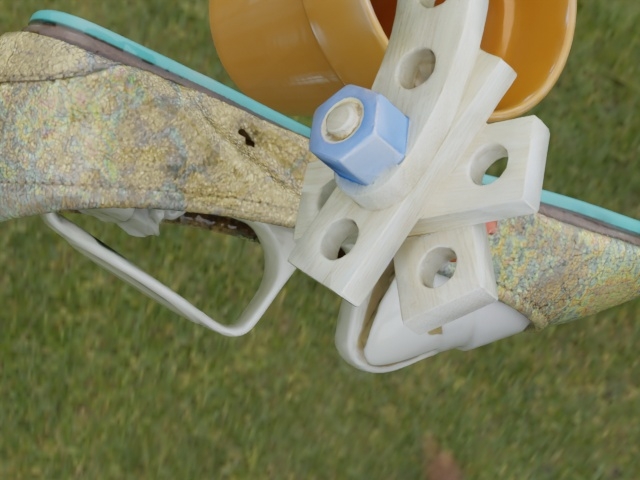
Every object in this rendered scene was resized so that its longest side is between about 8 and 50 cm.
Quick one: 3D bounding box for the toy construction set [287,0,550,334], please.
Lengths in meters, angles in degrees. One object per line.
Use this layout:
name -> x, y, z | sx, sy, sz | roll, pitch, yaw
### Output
toy construction set -> -0.005, -0.125, 0.595 | 0.151, 0.328, 0.215 | -30, 46, 3

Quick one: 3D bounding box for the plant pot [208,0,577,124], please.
plant pot -> 0.033, -0.162, 1.216 | 0.205, 0.188, 0.205 | 9, 76, -40

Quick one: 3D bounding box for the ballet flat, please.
ballet flat -> 0.000, 0.000, 0.870 | 0.348, 0.123, 0.123 | 19, 58, -16
